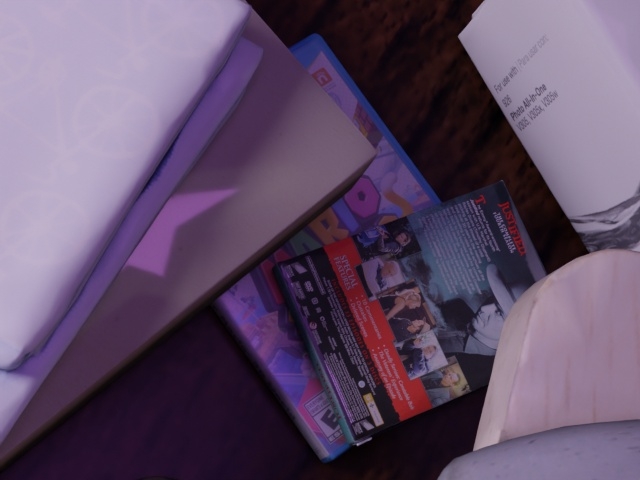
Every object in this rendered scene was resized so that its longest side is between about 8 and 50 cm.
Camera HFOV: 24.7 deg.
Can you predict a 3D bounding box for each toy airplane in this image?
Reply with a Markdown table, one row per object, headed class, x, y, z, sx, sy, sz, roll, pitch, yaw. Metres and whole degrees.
| class | x | y | z | sx | sy | sz | roll | pitch | yaw |
| --- | --- | --- | --- | --- | --- | --- | --- | --- | --- |
| toy airplane | 0.079 | 0.238 | 0.420 | 0.384 | 0.272 | 0.386 | -33 | 100 | -37 |

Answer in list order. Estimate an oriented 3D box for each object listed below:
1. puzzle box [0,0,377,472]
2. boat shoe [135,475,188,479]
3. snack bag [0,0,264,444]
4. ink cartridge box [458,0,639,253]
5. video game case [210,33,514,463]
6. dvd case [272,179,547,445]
| class | x | y | z | sx | sy | sz | roll | pitch | yaw |
| --- | --- | --- | --- | --- | --- | --- | --- | --- | --- |
| puzzle box | -0.207 | -0.103 | 0.605 | 0.272 | 0.052 | 0.409 | -39 | 85 | -21 |
| boat shoe | -0.116 | 0.227 | 0.517 | 0.324 | 0.097 | 0.116 | -55 | 133 | -19 |
| snack bag | -0.235 | -0.032 | 0.528 | 0.323 | 0.037 | 0.342 | 32 | 68 | -3 |
| ink cartridge box | 0.233 | -0.043 | 0.680 | 0.211 | 0.121 | 0.289 | -30 | 84 | -17 |
| video game case | 0.000 | 0.000 | 0.663 | 0.119 | 0.015 | 0.166 | -34 | 85 | -22 |
| dvd case | 0.048 | 0.030 | 0.652 | 0.119 | 0.013 | 0.087 | -21 | 80 | -20 |
